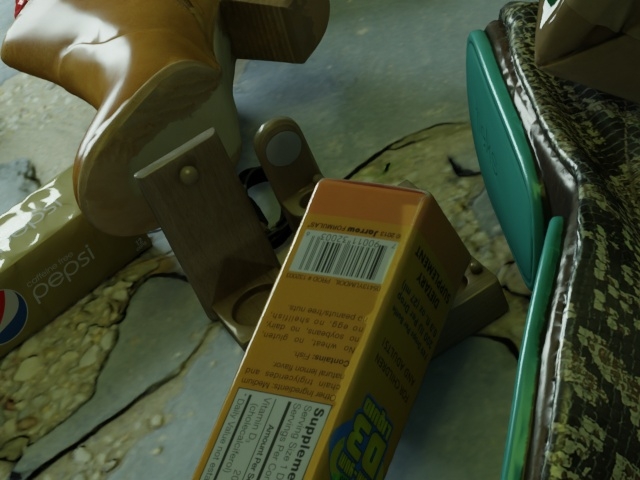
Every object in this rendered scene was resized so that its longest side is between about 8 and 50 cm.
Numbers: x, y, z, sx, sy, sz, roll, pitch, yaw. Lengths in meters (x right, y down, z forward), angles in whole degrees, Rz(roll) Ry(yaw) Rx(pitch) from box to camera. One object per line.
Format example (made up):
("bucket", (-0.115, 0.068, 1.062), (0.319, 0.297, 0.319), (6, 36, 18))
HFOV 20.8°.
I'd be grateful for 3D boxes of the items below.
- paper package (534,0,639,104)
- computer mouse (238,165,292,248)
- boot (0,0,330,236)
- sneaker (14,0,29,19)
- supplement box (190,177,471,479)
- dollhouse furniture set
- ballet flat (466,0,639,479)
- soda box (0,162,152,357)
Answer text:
("paper package", (0.302, -0.204, 0.987), (0.310, 0.168, 0.325), (18, 46, 1))
("computer mouse", (-0.078, -0.064, 1.232), (0.071, 0.041, 0.242), (-31, 38, -10))
("boot", (-0.146, -0.111, 1.215), (0.211, 0.104, 0.295), (10, 40, 30))
("sneaker", (-0.128, -0.213, 1.419), (0.279, 0.107, 0.118), (-7, 58, 27))
("supplement box", (0.001, 0.084, 0.931), (0.080, 0.078, 0.233), (10, 64, 31))
("dollhouse furniture set", (0.000, 0.000, 1.039), (0.144, 0.123, 0.151), (-32, 37, -10))
("ballet flat", (0.171, 0.019, 0.913), (0.182, 0.164, 0.482), (-1, 38, 4))
("soda box", (-0.208, 0.024, 1.181), (0.181, 0.058, 0.061), (-38, 39, -17))
